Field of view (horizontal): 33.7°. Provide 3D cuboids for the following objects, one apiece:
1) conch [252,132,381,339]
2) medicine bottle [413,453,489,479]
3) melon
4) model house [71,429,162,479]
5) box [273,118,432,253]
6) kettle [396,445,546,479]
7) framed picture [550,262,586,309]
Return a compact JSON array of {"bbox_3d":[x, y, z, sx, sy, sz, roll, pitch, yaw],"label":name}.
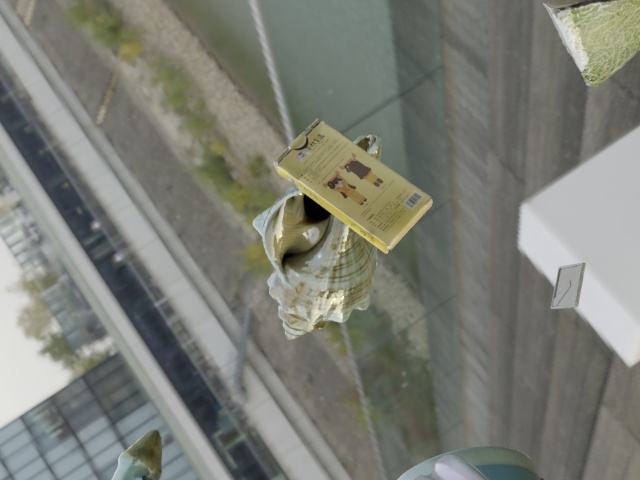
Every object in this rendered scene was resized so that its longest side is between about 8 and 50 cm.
[{"bbox_3d":[-0.001,-0.004,1.584,0.169,0.203,0.386,-99,22,-67],"label":"conch"},{"bbox_3d":[0.083,0.397,1.107,0.202,0.316,0.202,50,170,13],"label":"medicine bottle"},{"bbox_3d":[0.376,-0.274,1.415,0.093,0.203,0.139,-131,39,-58],"label":"melon"},{"bbox_3d":[-0.258,0.413,1.390,0.267,0.324,0.194,0,144,31],"label":"model house"},{"bbox_3d":[0.031,-0.055,1.039,0.149,0.073,0.020,38,158,16],"label":"box"},{"bbox_3d":[0.295,0.516,1.617,0.247,0.320,0.342,84,174,-50],"label":"kettle"},{"bbox_3d":[0.356,0.066,1.518,0.007,0.066,0.089,13,172,-8],"label":"framed picture"}]
